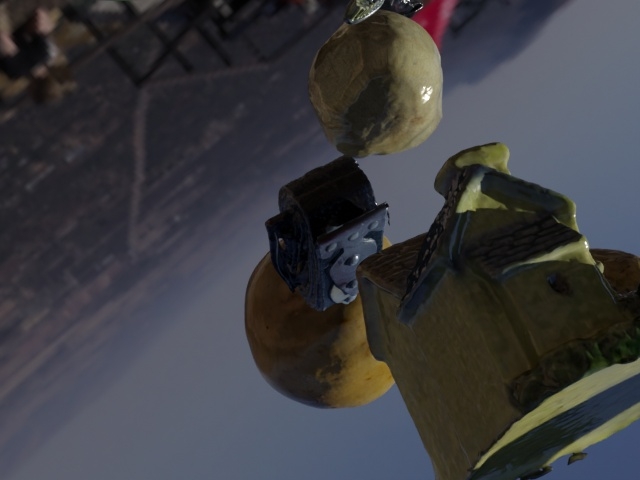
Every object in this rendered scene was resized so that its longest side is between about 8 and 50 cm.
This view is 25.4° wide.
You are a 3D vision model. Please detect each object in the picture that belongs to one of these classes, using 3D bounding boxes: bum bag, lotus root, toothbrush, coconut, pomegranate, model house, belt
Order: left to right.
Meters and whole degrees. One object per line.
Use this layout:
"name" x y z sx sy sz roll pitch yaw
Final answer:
"belt" 0.001 0.000 1.667 0.128 0.122 0.218 -27 153 -12
"pomegranate" 0.011 0.111 2.142 0.307 0.307 0.307 -41 180 0
"coconut" 0.079 -0.220 2.026 0.224 0.224 0.224 -41 180 0
"bum bag" 0.120 -0.398 2.369 0.058 0.034 0.124 -28 152 29
"toothbrush" 0.144 -0.342 1.520 0.375 0.028 0.037 -45 180 -29
"model house" 0.197 0.062 1.345 0.261 0.266 0.321 -20 157 -23
"lotus root" 0.494 0.094 2.368 0.146 0.160 0.284 -55 -154 -6
